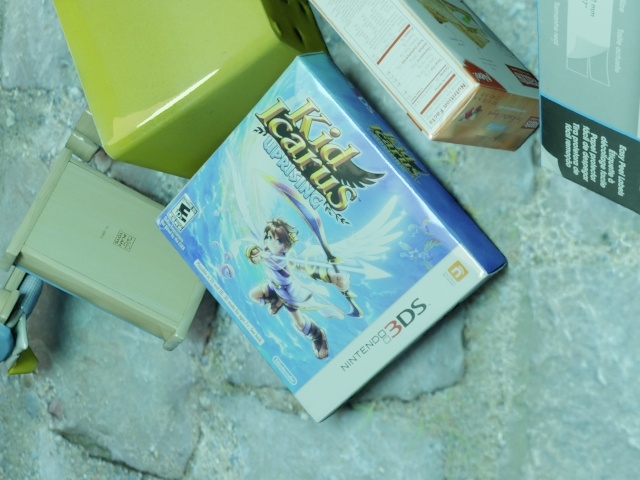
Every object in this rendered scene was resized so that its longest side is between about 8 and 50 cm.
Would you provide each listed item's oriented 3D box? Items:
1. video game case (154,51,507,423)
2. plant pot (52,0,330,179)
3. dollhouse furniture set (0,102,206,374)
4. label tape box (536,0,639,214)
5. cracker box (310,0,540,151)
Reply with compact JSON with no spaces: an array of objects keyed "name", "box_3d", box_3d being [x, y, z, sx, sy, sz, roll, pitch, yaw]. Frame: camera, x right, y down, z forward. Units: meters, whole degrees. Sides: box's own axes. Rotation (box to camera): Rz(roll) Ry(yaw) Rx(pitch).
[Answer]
[{"name":"video game case","box_3d":[0.000,0.000,1.045,0.269,0.061,0.244,50,118,9]},{"name":"plant pot","box_3d":[-0.112,-0.200,1.085,0.187,0.212,0.212,-26,75,19]},{"name":"dollhouse furniture set","box_3d":[-0.254,0.019,1.261,0.303,0.198,0.286,-40,25,55]},{"name":"label tape box","box_3d":[0.317,-0.095,0.735,0.348,0.115,0.249,33,154,32]},{"name":"cracker box","box_3d":[0.087,-0.184,0.956,0.067,0.156,0.232,-48,65,26]}]
